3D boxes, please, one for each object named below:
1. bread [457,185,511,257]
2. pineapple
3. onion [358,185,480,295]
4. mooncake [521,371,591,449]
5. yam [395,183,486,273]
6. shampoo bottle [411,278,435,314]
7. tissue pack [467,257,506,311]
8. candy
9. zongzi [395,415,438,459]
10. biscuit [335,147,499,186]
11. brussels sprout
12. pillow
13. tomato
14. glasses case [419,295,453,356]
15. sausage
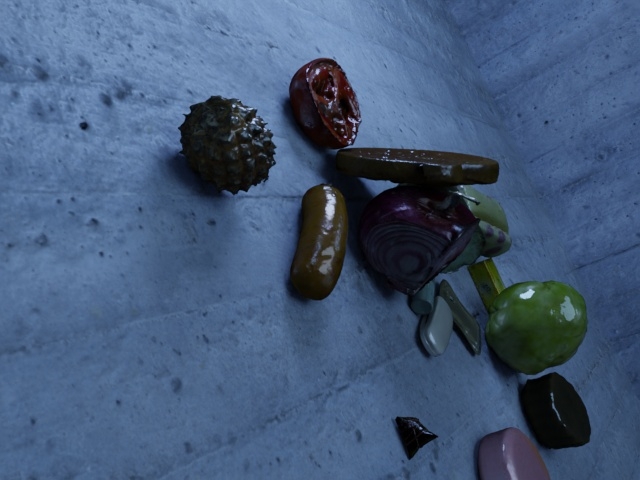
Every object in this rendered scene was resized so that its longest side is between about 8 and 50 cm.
[{"bbox_3d":[0.453,-0.063,2.044,0.338,0.155,0.187,18,58,-53],"label":"bread"},{"bbox_3d":[-0.151,-0.158,1.162,0.193,0.166,0.166,52,26,-51],"label":"pineapple"},{"bbox_3d":[0.216,-0.026,1.548,0.230,0.272,0.256,35,11,18],"label":"onion"},{"bbox_3d":[0.691,0.507,1.977,0.228,0.124,0.228,32,42,-35],"label":"mooncake"},{"bbox_3d":[0.309,-0.075,1.775,0.168,0.168,0.304,21,37,-50],"label":"yam"},{"bbox_3d":[0.262,0.105,1.694,0.056,0.056,0.195,48,32,-24],"label":"shampoo bottle"},{"bbox_3d":[0.537,0.146,2.097,0.095,0.062,0.176,-6,72,-60],"label":"tissue pack"},{"bbox_3d":[0.466,0.576,1.575,0.255,0.094,0.255,39,36,-36],"label":"candy"},{"bbox_3d":[0.185,0.398,1.333,0.067,0.073,0.083,26,5,-47],"label":"zongzi"},{"bbox_3d":[0.232,-0.167,1.583,0.350,0.394,0.070,-114,-152,-75],"label":"biscuit"},{"bbox_3d":[0.615,0.251,1.935,0.274,0.316,0.242,9,36,-31],"label":"brussels sprout"},{"bbox_3d":[0.384,0.208,1.823,0.217,0.033,0.130,51,32,-20],"label":"pillow"},{"bbox_3d":[0.001,-0.320,1.598,0.228,0.101,0.228,31,50,-44],"label":"tomato"},{"bbox_3d":[0.288,0.209,1.647,0.081,0.051,0.204,57,29,-11],"label":"glasses case"},{"bbox_3d":[0.002,0.001,1.317,0.109,0.109,0.270,43,36,-30],"label":"sausage"}]
